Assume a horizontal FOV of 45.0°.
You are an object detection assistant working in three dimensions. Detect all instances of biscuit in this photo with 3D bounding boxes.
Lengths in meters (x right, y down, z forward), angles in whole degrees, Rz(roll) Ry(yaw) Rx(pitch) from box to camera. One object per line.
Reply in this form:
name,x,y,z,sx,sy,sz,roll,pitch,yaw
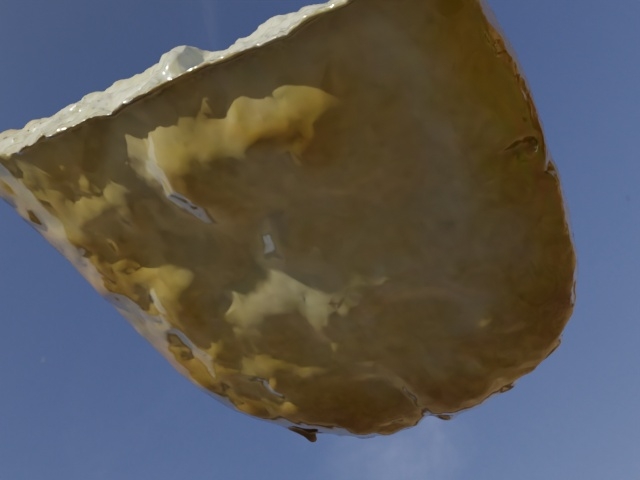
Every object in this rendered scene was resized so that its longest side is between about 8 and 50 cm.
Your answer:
biscuit,0.000,-0.001,0.655,0.429,0.104,0.446,-25,-62,25
